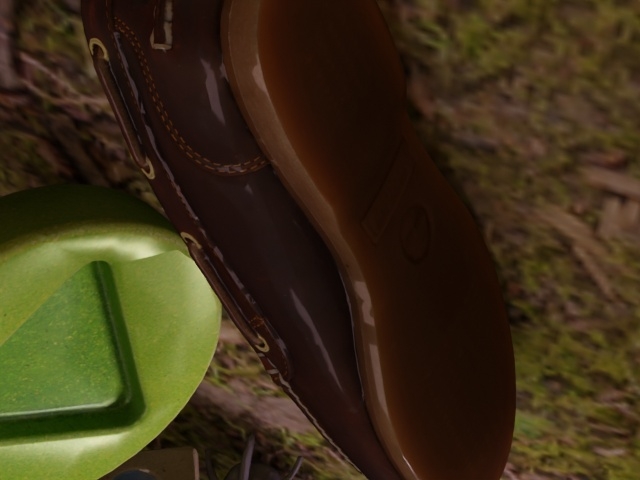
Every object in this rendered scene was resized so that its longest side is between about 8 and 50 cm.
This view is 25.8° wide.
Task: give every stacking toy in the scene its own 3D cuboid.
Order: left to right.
[{"bbox_3d":[-0.202,0.025,0.463,0.130,0.309,0.279,50,-171,38],"label":"stacking toy"}]

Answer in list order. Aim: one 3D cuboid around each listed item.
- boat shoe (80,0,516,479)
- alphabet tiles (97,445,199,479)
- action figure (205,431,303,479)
[{"bbox_3d":[0.000,0.000,0.410,0.073,0.073,0.207,4,132,34],"label":"boat shoe"},{"bbox_3d":[-0.181,0.207,0.547,0.285,0.342,0.011,-7,160,5],"label":"alphabet tiles"},{"bbox_3d":[-0.046,0.221,0.577,0.185,0.285,0.099,7,173,18],"label":"action figure"}]
